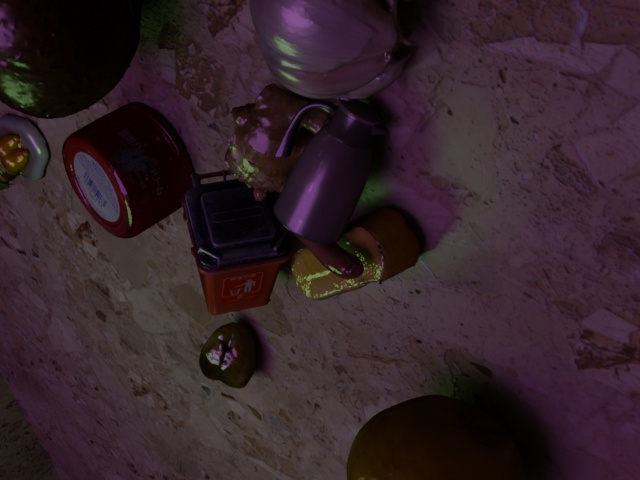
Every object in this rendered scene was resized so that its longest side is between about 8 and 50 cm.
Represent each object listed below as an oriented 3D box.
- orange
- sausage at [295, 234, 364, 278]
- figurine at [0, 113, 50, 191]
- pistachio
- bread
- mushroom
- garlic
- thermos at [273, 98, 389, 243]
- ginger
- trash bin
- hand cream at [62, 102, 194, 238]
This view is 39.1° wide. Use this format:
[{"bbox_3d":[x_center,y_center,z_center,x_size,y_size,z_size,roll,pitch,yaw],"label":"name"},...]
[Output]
[{"bbox_3d":[0.176,0.355,1.339,0.279,0.279,0.235,23,110,38],"label":"orange"},{"bbox_3d":[0.000,0.000,1.293,0.186,0.043,0.043,46,150,39],"label":"sausage"},{"bbox_3d":[-0.737,-0.190,2.072,0.250,0.141,0.166,-22,101,56],"label":"figurine"},{"bbox_3d":[-0.184,0.246,1.828,0.110,0.100,0.189,46,145,19],"label":"pistachio"},{"bbox_3d":[0.049,0.022,1.348,0.245,0.094,0.102,-24,91,56],"label":"bread"},{"bbox_3d":[-0.436,-0.366,1.336,0.356,0.334,0.331,22,-169,-18],"label":"mushroom"},{"bbox_3d":[0.013,-0.256,1.048,0.203,0.185,0.281,33,143,18],"label":"garlic"},{"bbox_3d":[0.005,-0.110,1.229,0.137,0.105,0.193,34,118,16],"label":"thermos"},{"bbox_3d":[-0.067,-0.135,1.333,0.157,0.102,0.216,21,137,-5],"label":"ginger"},{"bbox_3d":[-0.145,0.006,1.504,0.238,0.161,0.184,104,152,-60],"label":"trash bin"},{"bbox_3d":[-0.355,-0.126,1.656,0.230,0.149,0.230,35,144,30],"label":"hand cream"}]
